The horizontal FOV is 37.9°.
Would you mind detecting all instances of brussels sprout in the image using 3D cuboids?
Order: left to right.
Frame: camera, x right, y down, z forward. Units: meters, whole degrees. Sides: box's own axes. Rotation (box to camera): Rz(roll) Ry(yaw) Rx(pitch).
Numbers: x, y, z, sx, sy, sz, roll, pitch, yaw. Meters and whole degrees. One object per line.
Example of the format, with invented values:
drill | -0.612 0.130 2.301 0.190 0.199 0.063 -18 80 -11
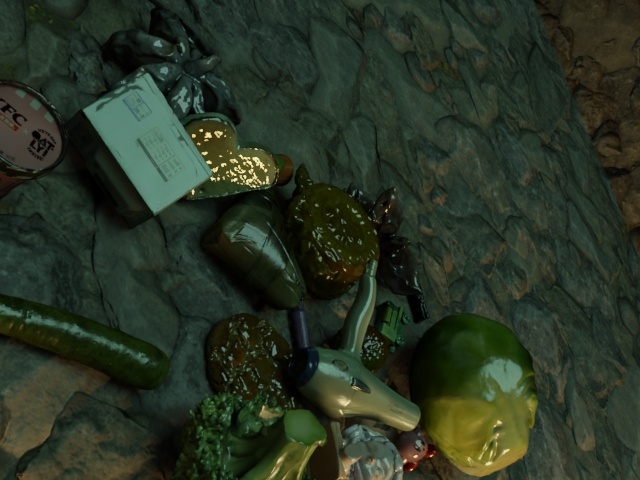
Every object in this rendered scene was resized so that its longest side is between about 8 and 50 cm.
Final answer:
brussels sprout | 0.331 0.316 1.972 0.344 0.268 0.344 59 16 -28

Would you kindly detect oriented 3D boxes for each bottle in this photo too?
bottle | -0.134 -0.141 1.855 0.187 0.069 0.069 -6 73 -52

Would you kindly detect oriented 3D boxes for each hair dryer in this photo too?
hair dryer | 0.104 0.235 1.771 0.296 0.119 0.298 51 60 -24

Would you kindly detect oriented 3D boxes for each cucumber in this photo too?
cucumber | 0.216 0.111 2.170 0.039 0.043 0.163 -13 72 -11

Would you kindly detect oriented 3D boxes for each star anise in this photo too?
star anise | -0.282 -0.316 1.720 0.359 0.139 0.316 27 50 -29
star anise | 0.131 -0.007 2.035 0.110 0.198 0.258 -25 103 -21

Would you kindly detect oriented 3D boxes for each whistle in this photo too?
whistle | -0.034 0.198 1.800 0.033 0.033 0.176 16 57 -46

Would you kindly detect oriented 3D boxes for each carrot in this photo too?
carrot | -0.378 0.140 1.375 0.358 0.074 0.074 29 48 -35

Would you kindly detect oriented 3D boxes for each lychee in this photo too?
lychee | 0.077 0.218 1.861 0.146 0.114 0.114 -31 94 -41

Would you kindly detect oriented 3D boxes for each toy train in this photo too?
toy train | 0.153 0.189 2.032 0.081 0.050 0.122 38 44 -21

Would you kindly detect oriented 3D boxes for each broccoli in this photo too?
broccoli | -0.117 0.354 1.438 0.235 0.260 0.288 -2 44 -11

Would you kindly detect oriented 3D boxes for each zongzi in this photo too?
zongzi | -0.088 -0.004 1.780 0.221 0.112 0.242 49 44 -17

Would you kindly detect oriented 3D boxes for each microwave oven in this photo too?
microwave oven | -0.309 -0.148 1.568 0.162 0.122 0.208 -38 100 -32

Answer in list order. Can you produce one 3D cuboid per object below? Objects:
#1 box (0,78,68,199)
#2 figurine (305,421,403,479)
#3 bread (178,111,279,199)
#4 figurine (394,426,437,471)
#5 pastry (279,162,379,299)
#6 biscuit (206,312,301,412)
box | -0.472 -0.138 1.370 0.151 0.135 0.151 32 43 -35
figurine | 0.074 0.409 1.711 0.236 0.141 0.163 26 44 -41
bread | -0.189 -0.139 1.700 0.232 0.172 0.064 30 17 -36
figurine | 0.184 0.422 1.907 0.083 0.067 0.071 -43 120 -16
pastry | 0.000 0.000 1.901 0.235 0.132 0.240 34 38 -23
biscuit | -0.113 0.232 1.671 0.226 0.042 0.226 29 48 -37
